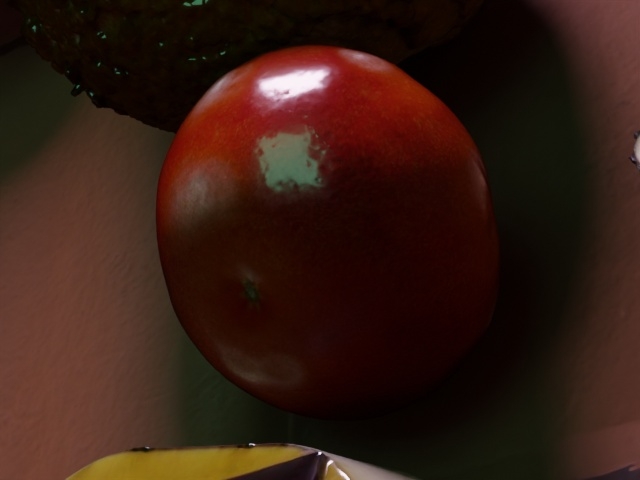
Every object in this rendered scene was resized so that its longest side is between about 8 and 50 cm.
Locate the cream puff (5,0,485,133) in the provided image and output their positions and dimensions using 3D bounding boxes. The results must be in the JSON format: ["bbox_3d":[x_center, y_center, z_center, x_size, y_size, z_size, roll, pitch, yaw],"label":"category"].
[{"bbox_3d":[-0.024,-0.166,1.079,0.303,0.212,0.303,-29,-1,-1],"label":"cream puff"}]

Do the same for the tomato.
[{"bbox_3d":[0.000,0.000,0.954,0.195,0.195,0.136,-4,24,38],"label":"tomato"}]

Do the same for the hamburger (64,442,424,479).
[{"bbox_3d":[-0.046,0.204,0.873,0.295,0.151,0.227,-8,48,45],"label":"hamburger"}]

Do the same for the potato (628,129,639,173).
[{"bbox_3d":[0.227,0.007,0.819,0.182,0.117,0.202,-22,29,-35],"label":"potato"}]
